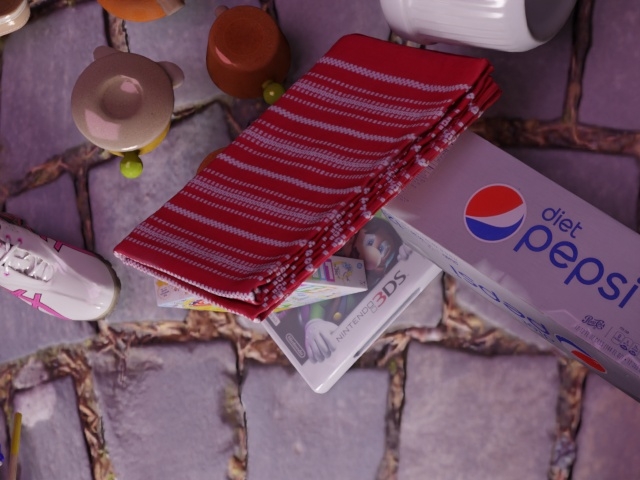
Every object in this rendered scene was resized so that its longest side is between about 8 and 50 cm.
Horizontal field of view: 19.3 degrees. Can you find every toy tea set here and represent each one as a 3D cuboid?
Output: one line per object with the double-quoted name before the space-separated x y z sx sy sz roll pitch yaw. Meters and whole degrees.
"toy tea set" -0.110 -0.151 1.606 0.200 0.124 0.336 2 75 3

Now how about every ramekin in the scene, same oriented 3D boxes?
"ramekin" 0.134 -0.239 1.409 0.109 0.207 0.207 16 94 22

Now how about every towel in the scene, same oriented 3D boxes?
"towel" -0.012 -0.058 1.431 0.275 0.031 0.199 -44 34 -20

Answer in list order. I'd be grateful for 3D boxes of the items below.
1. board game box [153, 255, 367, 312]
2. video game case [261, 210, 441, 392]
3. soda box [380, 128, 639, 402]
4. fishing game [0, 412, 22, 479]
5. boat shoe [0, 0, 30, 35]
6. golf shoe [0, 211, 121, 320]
"board game box" -0.045 0.033 1.488 0.103 0.154 0.026 -15 78 29
"video game case" 0.000 0.000 1.567 0.173 0.022 0.190 -48 64 18
"soda box" 0.180 0.022 1.401 0.286 0.098 0.091 34 82 29
"fishing game" -0.387 0.240 1.740 0.264 0.041 0.189 -18 50 17
"boat shoe" -0.328 -0.200 1.766 0.170 0.059 0.063 -2 47 38
"golf shoe" -0.263 0.024 1.687 0.186 0.086 0.067 22 95 30
